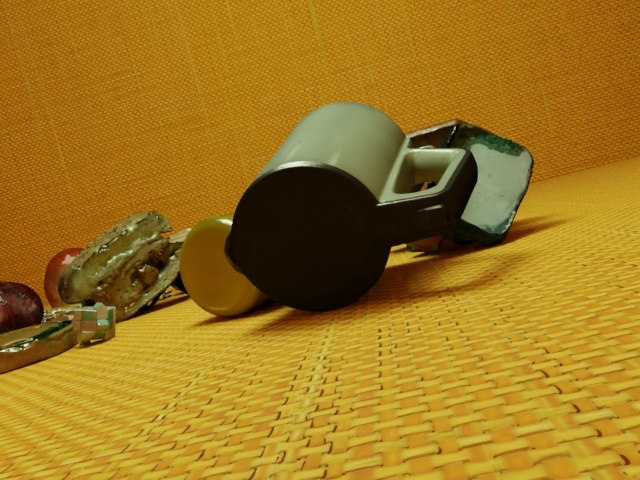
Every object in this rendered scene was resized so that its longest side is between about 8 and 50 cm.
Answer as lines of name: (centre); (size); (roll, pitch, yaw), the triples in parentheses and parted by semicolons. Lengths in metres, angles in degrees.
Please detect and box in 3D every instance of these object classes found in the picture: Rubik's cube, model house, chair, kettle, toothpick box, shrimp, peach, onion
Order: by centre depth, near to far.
kettle: (0.068, -0.074, 0.941); (0.361, 0.250, 0.377); (-7, 21, 15)
toothpick box: (-0.113, 0.032, 1.098); (0.175, 0.175, 0.271); (-13, 0, 29)
Rubik's cube: (-0.441, 0.161, 1.132); (0.084, 0.075, 0.073); (-15, 2, 0)
model house: (0.269, -0.063, 1.217); (0.253, 0.184, 0.291); (-64, 3, -32)
onion: (-0.831, 0.171, 1.473); (0.252, 0.219, 0.252); (-8, 10, 1)
chair: (-0.392, 0.128, 1.614); (0.106, 0.113, 0.229); (-11, 42, 50)
shrimp: (-0.718, 0.215, 1.637); (0.316, 0.062, 0.164); (-13, 5, -26)
peach: (-0.769, 0.130, 1.913); (0.232, 0.232, 0.257); (-14, 19, 3)

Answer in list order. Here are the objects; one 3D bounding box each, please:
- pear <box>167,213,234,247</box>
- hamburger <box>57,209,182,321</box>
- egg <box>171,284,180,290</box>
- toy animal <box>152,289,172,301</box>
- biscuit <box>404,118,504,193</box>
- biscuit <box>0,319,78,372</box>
pear: (-0.313, 0.026, 1.971); (0.386, 0.191, 0.340); (-18, 11, 5)
hamburger: (-0.515, 0.076, 1.513); (0.277, 0.195, 0.318); (-7, 33, 53)
egg: (-0.404, 0.098, 1.784); (0.152, 0.114, 0.114); (-13, 3, 43)
toy animal: (-0.487, 0.129, 1.753); (0.062, 0.108, 0.220); (-17, -27, -24)
biscuit: (0.267, -0.122, 1.345); (0.359, 0.359, 0.046); (-14, 46, 9)
biscuit: (-0.639, 0.218, 1.191); (0.287, 0.057, 0.344); (-15, 3, -19)
